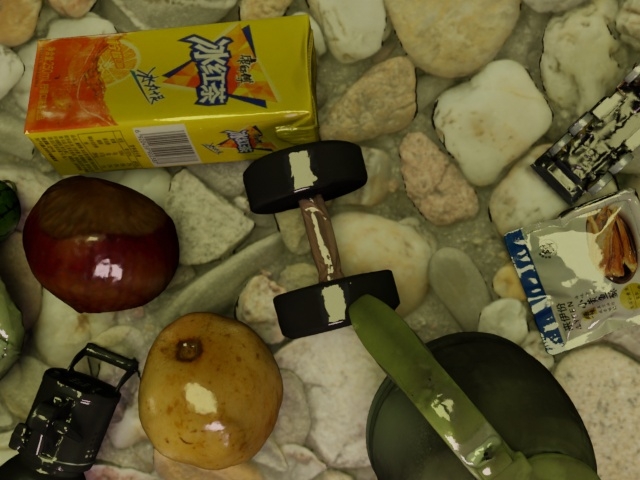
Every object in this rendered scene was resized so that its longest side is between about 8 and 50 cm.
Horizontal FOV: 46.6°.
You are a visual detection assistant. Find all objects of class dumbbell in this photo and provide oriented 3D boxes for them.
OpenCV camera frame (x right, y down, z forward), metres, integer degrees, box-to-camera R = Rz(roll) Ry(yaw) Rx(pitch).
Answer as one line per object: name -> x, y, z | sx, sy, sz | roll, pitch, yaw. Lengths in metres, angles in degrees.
dumbbell -> 0.000, 0.000, 0.914 | 0.153, 0.152, 0.218 | -14, 85, 4

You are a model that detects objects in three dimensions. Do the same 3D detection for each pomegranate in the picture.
pomegranate -> -0.133, 0.187, 0.902 | 0.196, 0.196, 0.196 | 0, 85, 5

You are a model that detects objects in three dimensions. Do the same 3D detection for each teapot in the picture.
teapot -> 0.184, 0.206, 0.793 | 0.240, 0.239, 0.321 | -14, 106, -10

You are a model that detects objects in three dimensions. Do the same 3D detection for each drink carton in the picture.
drink carton -> -0.179, -0.185, 0.949 | 0.352, 0.111, 0.154 | -4, 66, 5

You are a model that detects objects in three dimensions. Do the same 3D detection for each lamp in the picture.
lamp -> -0.324, 0.250, 0.915 | 0.147, 0.172, 0.227 | 20, 89, 8

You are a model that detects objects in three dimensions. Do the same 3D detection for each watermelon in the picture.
watermelon -> -0.446, -0.039, 0.987 | 0.109, 0.109, 0.108 | 0, 85, 5

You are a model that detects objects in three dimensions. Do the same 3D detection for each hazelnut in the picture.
hazelnut -> -0.287, 0.001, 0.951 | 0.202, 0.160, 0.170 | 28, 72, 44

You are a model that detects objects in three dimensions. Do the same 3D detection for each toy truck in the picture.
toy truck -> 0.360, -0.134, 0.924 | 0.192, 0.092, 0.083 | -44, 83, 9

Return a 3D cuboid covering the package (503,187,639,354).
package -> 0.340, 0.041, 0.934 | 0.173, 0.027, 0.171 | -22, 93, 7

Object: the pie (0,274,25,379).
pie -> -0.555, 0.066, 0.958 | 0.371, 0.078, 0.296 | 12, 109, 10
